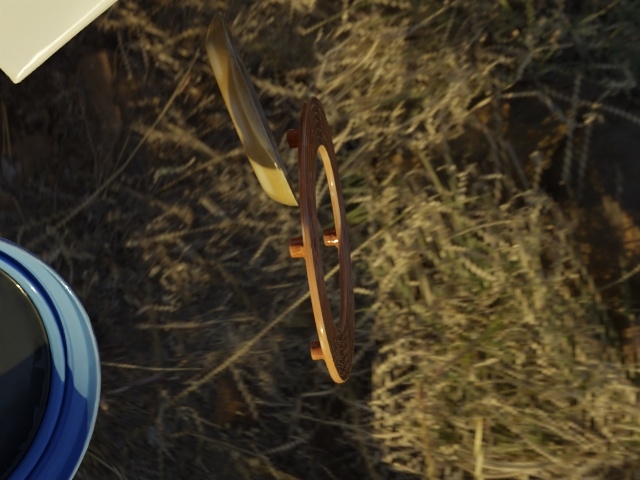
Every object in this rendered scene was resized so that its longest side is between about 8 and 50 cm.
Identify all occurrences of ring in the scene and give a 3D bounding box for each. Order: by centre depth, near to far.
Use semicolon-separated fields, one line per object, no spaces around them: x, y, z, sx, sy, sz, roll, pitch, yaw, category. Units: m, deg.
0.000;0.000;1.595;0.032;0.336;0.337;-7;85;8;ring

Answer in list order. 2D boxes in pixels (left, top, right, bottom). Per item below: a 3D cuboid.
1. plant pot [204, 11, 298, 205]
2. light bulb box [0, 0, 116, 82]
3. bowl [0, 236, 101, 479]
-0.082;-0.144;1.547;0.032;0.236;0.236;-22;89;2;plant pot
-0.174;-0.367;0.878;0.358;0.225;0.361;-34;109;21;light bulb box
-0.427;0.173;1.473;0.391;0.077;0.391;-11;108;-36;bowl
